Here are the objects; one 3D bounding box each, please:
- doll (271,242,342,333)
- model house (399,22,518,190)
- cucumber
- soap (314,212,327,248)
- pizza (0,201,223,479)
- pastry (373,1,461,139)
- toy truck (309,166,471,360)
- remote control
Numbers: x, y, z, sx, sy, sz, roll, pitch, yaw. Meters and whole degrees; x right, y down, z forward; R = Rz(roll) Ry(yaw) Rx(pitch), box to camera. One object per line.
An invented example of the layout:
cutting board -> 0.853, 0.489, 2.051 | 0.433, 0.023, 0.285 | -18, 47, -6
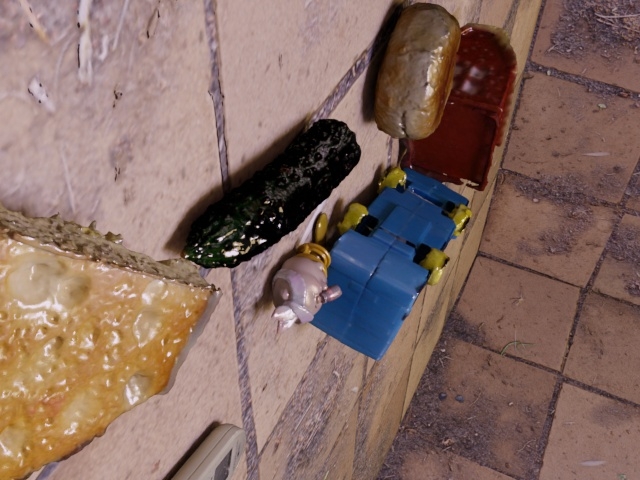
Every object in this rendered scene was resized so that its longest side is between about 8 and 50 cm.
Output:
doll -> -0.017, 0.062, 0.913 | 0.073, 0.084, 0.127 | 90, 16, -44
model house -> 0.256, -0.242, 1.319 | 0.196, 0.160, 0.254 | 87, 26, -52
cucumber -> -0.042, -0.043, 0.741 | 0.300, 0.072, 0.072 | -47, 152, -51
soap -> 0.000, 0.000, 1.023 | 0.089, 0.012, 0.034 | 94, 19, -44
pizza -> -0.175, 0.070, 0.443 | 0.188, 0.080, 0.204 | 15, 106, -51
pastry -> 0.133, -0.233, 1.042 | 0.192, 0.093, 0.182 | -38, 143, -69
toy truck -> 0.113, 0.013, 1.154 | 0.162, 0.161, 0.385 | -66, 171, 30
remote control -> -0.147, 0.281, 0.824 | 0.221, 0.042, 0.078 | -47, 151, -56
